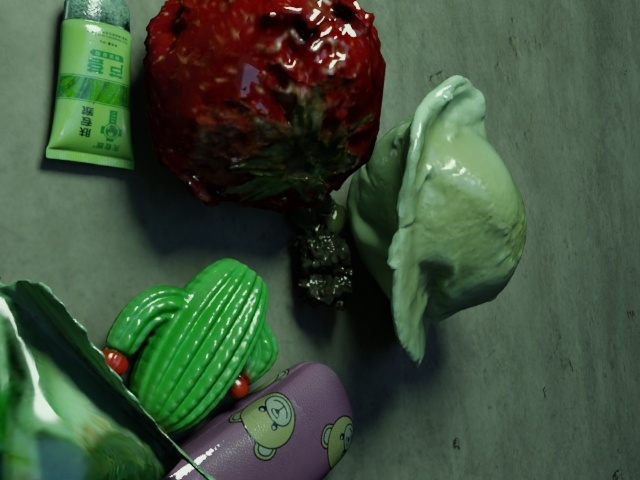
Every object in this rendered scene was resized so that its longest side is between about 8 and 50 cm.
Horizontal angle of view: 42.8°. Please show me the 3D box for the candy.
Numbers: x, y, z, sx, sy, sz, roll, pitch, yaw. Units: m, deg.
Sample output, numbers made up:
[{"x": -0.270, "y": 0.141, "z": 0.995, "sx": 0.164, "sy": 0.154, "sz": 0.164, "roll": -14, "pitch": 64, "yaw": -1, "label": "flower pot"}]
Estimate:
[{"x": -0.284, "y": 0.252, "z": 0.620, "sx": 0.398, "sy": 0.172, "sz": 0.263, "roll": -53, "pitch": 124, "yaw": -23, "label": "candy"}]

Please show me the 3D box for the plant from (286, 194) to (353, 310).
[{"x": 0.000, "y": 0.000, "z": 0.971, "sx": 0.087, "sy": 0.085, "sz": 0.174, "roll": -4, "pitch": 80, "yaw": -42, "label": "plant"}]

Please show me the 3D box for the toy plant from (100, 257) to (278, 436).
[{"x": -0.142, "y": 0.117, "z": 0.817, "sx": 0.240, "sy": 0.088, "sz": 0.155, "roll": -33, "pitch": 109, "yaw": -33, "label": "toy plant"}]

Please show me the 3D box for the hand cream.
[{"x": -0.222, "y": -0.162, "z": 0.807, "sx": 0.095, "sy": 0.046, "sz": 0.175, "roll": 5, "pitch": 83, "yaw": -45, "label": "hand cream"}]

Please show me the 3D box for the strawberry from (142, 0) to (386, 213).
[{"x": -0.064, "y": -0.167, "z": 0.851, "sx": 0.274, "sy": 0.274, "sz": 0.220, "roll": 1, "pitch": 47, "yaw": -42, "label": "strawberry"}]

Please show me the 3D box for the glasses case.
[{"x": -0.079, "y": 0.242, "z": 0.863, "sx": 0.316, "sy": 0.076, "sz": 0.123, "roll": -30, "pitch": 104, "yaw": -41, "label": "glasses case"}]

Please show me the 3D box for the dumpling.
[{"x": 0.141, "y": -0.018, "z": 0.962, "sx": 0.211, "sy": 0.270, "sz": 0.321, "roll": -27, "pitch": 109, "yaw": 3, "label": "dumpling"}]
